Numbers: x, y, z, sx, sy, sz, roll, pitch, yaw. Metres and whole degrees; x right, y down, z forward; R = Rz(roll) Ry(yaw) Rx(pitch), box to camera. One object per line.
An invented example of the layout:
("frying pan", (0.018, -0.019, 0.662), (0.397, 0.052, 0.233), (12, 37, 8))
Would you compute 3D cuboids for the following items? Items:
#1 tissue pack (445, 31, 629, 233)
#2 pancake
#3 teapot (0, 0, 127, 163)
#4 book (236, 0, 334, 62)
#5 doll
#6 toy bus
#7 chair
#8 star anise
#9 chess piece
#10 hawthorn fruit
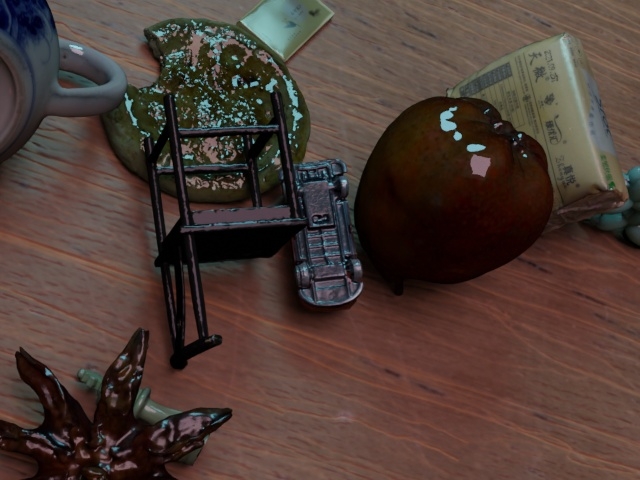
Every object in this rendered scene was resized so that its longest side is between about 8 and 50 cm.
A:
("tissue pack", (0.258, -0.120, 1.342), (0.090, 0.186, 0.222), (19, 53, -52))
("pancake", (-0.126, -0.153, 1.292), (0.253, 0.037, 0.254), (8, 65, -17))
("teapot", (-0.394, -0.198, 1.110), (0.424, 0.252, 0.280), (7, 28, -33))
("book", (-0.043, -0.278, 1.390), (0.077, 0.014, 0.111), (42, 60, 0))
("doll", (0.392, -0.048, 1.374), (0.158, 0.159, 0.059), (9, 67, -16))
("toy bus", (0.000, 0.000, 1.247), (0.079, 0.077, 0.174), (-6, 70, -7))
("chair", (-0.100, -0.008, 1.149), (0.141, 0.154, 0.260), (-5, 77, -19))
("star anise", (-0.218, 0.215, 1.049), (0.288, 0.088, 0.288), (0, 78, -2))
("chess piece", (-0.181, 0.170, 1.122), (0.149, 0.059, 0.059), (28, 61, -2))
("hawthorn fruit", (0.136, -0.033, 1.234), (0.208, 0.248, 0.208), (26, 25, -13))
